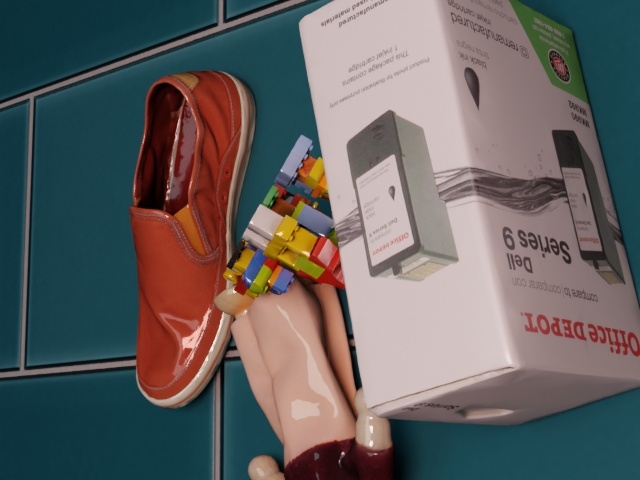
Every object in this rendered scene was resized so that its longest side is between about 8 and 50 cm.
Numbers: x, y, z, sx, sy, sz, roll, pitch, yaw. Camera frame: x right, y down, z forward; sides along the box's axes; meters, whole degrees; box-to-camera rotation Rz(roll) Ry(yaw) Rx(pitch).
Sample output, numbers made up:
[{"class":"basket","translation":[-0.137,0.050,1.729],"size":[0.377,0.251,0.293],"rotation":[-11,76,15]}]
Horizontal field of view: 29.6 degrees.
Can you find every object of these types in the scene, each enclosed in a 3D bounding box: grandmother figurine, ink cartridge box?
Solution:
[{"class":"grandmother figurine","translation":[0.008,0.178,1.007],"size":[0.208,0.104,0.342],"rotation":[125,132,-57]},{"class":"ink cartridge box","translation":[0.113,-0.025,0.860],"size":[0.121,0.211,0.289],"rotation":[-23,69,35]}]

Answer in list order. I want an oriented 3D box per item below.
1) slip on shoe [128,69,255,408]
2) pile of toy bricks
[{"class":"slip on shoe","translation":[-0.141,-0.005,1.168],"size":[0.123,0.101,0.331],"rotation":[7,89,42]},{"class":"pile of toy bricks","translation":[0.000,0.000,0.921],"size":[0.118,0.105,0.212],"rotation":[-61,3,-17]}]
